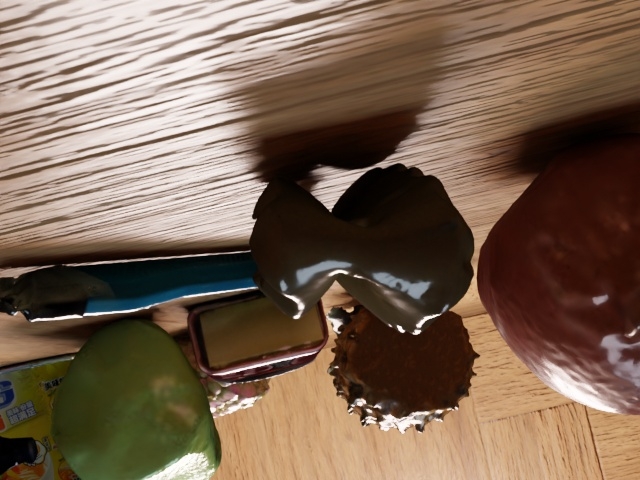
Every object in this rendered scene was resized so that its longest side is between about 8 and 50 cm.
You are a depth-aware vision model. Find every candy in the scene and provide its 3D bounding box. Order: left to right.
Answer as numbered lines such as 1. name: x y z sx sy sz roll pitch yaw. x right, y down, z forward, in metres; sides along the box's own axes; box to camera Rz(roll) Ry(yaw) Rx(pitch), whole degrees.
1. candy: -0.164 0.170 1.115 0.132 0.142 0.343 -35 168 -11

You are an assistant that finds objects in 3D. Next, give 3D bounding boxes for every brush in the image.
1. brush: 0.000 0.000 0.577 0.084 0.071 0.301 4 180 -7

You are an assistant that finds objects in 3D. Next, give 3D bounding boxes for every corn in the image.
1. corn: -0.187 0.177 1.386 0.127 0.126 0.335 -6 166 -44

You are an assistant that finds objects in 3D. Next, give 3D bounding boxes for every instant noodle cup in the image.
1. instant noodle cup: -0.307 0.211 1.298 0.205 0.153 0.205 -12 174 -1

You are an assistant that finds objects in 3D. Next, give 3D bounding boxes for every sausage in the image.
1. sausage: 0.156 0.017 0.633 0.148 0.148 0.254 -14 175 11

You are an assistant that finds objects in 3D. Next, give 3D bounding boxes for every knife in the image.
1. knife: -0.070 0.023 0.691 0.044 0.026 0.297 15 -169 36

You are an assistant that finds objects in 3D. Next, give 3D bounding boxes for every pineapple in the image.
1. pineapple: 0.068 0.144 1.420 0.166 0.165 0.364 -12 175 -10

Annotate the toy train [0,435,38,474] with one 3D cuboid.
1. toy train: -0.297 0.190 0.666 0.300 0.265 0.188 -10 176 -10

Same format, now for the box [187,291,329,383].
1. box: -0.057 0.089 1.116 0.120 0.069 0.224 -12 172 -6
